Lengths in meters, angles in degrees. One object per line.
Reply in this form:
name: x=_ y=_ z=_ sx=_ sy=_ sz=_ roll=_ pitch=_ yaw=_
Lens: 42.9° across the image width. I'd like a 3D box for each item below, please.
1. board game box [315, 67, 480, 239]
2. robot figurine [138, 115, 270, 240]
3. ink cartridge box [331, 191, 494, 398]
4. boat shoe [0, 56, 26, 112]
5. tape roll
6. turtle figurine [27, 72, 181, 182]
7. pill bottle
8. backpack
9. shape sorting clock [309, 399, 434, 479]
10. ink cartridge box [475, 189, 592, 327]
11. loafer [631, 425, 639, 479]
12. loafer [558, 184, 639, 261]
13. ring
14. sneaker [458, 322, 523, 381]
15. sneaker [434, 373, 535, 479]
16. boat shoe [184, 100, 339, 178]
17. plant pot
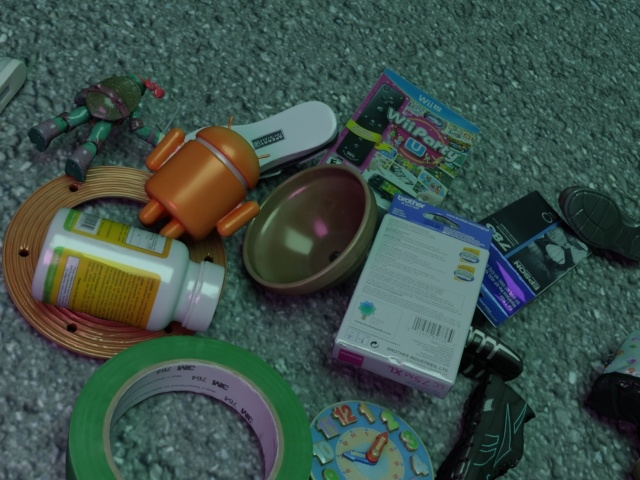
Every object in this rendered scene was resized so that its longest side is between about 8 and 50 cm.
board game box: x=0.135 y=-0.150 z=1.504 sx=0.224 sy=0.097 sz=0.303 roll=33 pitch=53 yaw=0
robot figurine: x=-0.181 y=-0.086 z=1.260 sx=0.219 sy=0.128 sz=0.158 roll=-47 pitch=55 yaw=-11
ink cartridge box: x=0.153 y=0.078 z=1.285 sx=0.185 sy=0.065 sz=0.311 roll=20 pitch=56 yaw=5
boat shoe: x=-0.547 y=-0.237 z=1.308 sx=0.063 sy=0.066 sz=0.184 roll=19 pitch=56 yaw=7
tape roll: x=-0.173 y=0.278 z=1.091 sx=0.321 sy=0.077 sz=0.321 roll=12 pitch=45 yaw=-12
turtle figurine: x=-0.345 y=-0.205 z=1.321 sx=0.175 sy=0.118 sz=0.234 roll=30 pitch=54 yaw=18
pill bottle: x=-0.268 y=0.051 z=1.156 sx=0.245 sy=0.136 sz=0.136 roll=17 pitch=55 yaw=-12
backpack: x=0.565 y=0.237 z=1.407 sx=0.152 sy=0.115 sz=0.182 roll=21 pitch=37 yaw=31
shape sorting clock: x=0.073 y=0.322 z=1.192 sx=0.206 sy=0.040 sz=0.206 roll=14 pitch=39 yaw=-12
ink cartridge box: x=0.354 y=0.023 z=1.454 sx=0.165 sy=0.065 sz=0.332 roll=51 pitch=41 yaw=12
loafer: x=0.556 y=0.406 z=1.345 sx=0.087 sy=0.094 sz=0.251 roll=10 pitch=44 yaw=13
loafer: x=0.545 y=-0.034 z=1.575 sx=0.267 sy=0.096 sz=0.084 roll=26 pitch=11 yaw=-28
ring: x=-0.312 y=0.030 z=1.256 sx=0.336 sy=0.032 sz=0.337 roll=11 pitch=57 yaw=-17
sneaker: x=0.222 y=0.117 z=1.371 sx=0.281 sy=0.106 sz=0.162 roll=25 pitch=51 yaw=-5
sneaker: x=0.258 y=0.330 z=1.256 sx=0.106 sy=0.101 sz=0.267 roll=35 pitch=54 yaw=-1
boat shoe: x=-0.113 y=-0.152 z=1.387 sx=0.301 sy=0.102 sz=0.108 roll=-20 pitch=76 yaw=1
plant pot: x=0.000 y=0.000 z=1.317 sx=0.110 sy=0.237 sz=0.237 roll=46 pitch=42 yaw=-42
